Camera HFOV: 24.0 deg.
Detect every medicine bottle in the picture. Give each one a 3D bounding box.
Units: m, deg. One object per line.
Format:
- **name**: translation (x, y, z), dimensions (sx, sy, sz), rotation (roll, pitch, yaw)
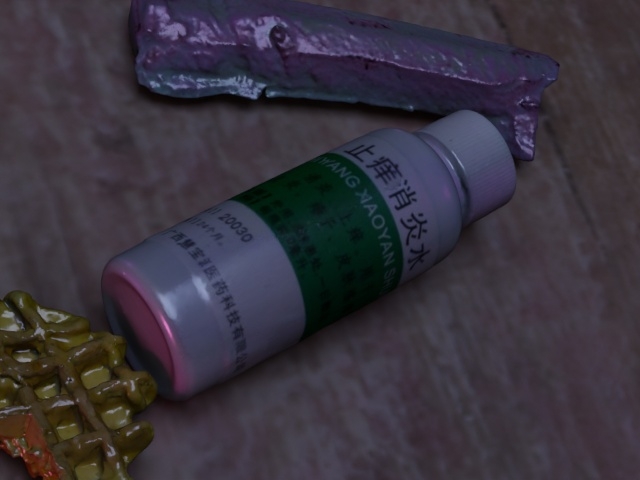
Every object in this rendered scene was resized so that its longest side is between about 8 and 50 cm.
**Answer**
- **medicine bottle**: translation (0.000, 0.000, 0.895), dimensions (0.260, 0.095, 0.095), rotation (-28, 72, -29)

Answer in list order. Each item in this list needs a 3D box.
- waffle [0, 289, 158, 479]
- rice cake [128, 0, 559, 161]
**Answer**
- **waffle**: translation (-0.187, 0.094, 0.806), dimensions (0.194, 0.051, 0.149), rotation (15, 51, -6)
- **rice cake**: translation (0.016, -0.113, 0.989), dimensions (0.290, 0.051, 0.081), rotation (10, 59, -10)
